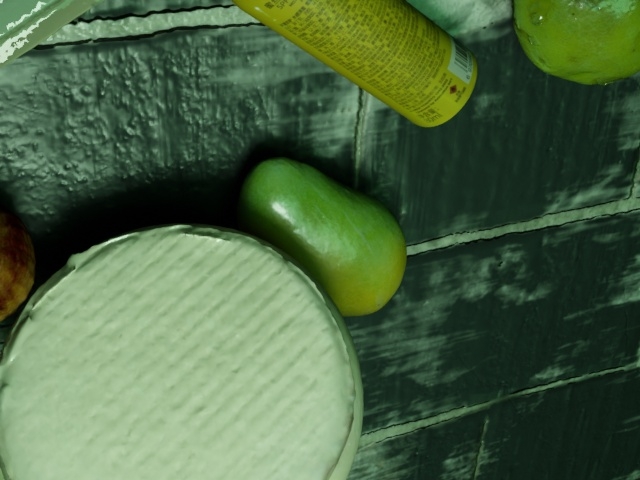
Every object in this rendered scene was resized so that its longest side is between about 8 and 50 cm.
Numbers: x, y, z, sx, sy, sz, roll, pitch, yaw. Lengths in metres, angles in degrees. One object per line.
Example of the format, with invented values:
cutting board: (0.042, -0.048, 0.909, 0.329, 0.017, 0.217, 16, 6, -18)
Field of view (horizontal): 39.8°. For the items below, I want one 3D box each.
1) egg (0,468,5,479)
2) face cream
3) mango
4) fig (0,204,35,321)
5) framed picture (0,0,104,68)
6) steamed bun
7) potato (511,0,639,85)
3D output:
egg: (-0.326, 0.262, 1.024, 0.182, 0.141, 0.141, 6, 117, -41)
face cream: (0.014, -0.235, 0.904, 0.349, 0.105, 0.105, 26, 106, -37)
mango: (0.000, 0.000, 1.039, 0.156, 0.114, 0.251, -42, 130, 18)
fig: (-0.351, 0.052, 0.907, 0.146, 0.133, 0.201, 0, 145, 5)
framed picture: (-0.401, -0.246, 0.735, 0.446, 0.028, 0.326, -35, 129, -3)
steamed bun: (-0.142, 0.172, 0.936, 0.375, 0.374, 0.241, -26, 164, -10)
potato: (0.306, -0.283, 0.994, 0.186, 0.148, 0.253, -42, 128, -1)
